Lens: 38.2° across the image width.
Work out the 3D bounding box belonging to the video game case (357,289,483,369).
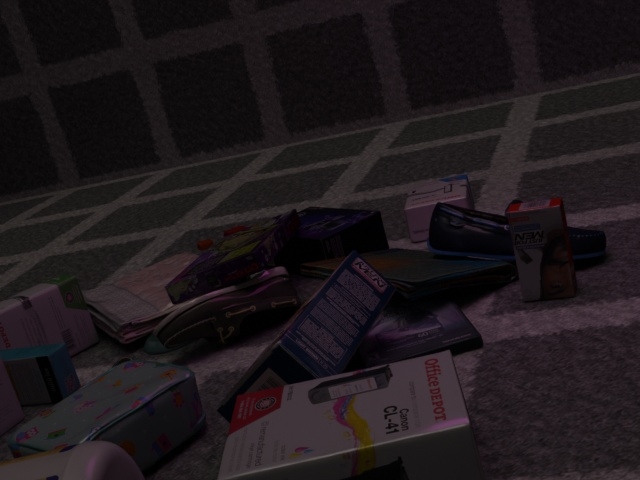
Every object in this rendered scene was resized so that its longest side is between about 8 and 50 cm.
[{"bbox_3d":[0.153,0.154,1.622,0.196,0.026,0.274,-16,17,-2],"label":"video game case"}]

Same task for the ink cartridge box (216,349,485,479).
[{"bbox_3d":[0.041,0.265,1.166,0.306,0.131,0.226,-15,16,6],"label":"ink cartridge box"}]

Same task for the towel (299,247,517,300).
[{"bbox_3d":[0.164,0.060,1.811,0.271,0.040,0.370,-8,8,-33],"label":"towel"}]

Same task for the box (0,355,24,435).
[{"bbox_3d":[-0.715,0.208,1.651,0.215,0.345,0.168,-5,19,32],"label":"box"}]

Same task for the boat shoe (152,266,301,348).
[{"bbox_3d":[-0.177,0.145,1.802,0.305,0.091,0.109,-22,-17,-29],"label":"boat shoe"}]

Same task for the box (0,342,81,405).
[{"bbox_3d":[-0.593,0.264,1.790,0.244,0.100,0.060,-8,17,22],"label":"box"}]

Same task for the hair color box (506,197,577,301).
[{"bbox_3d":[0.387,0.017,1.607,0.093,0.167,0.053,-8,17,22],"label":"hair color box"}]

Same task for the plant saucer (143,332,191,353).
[{"bbox_3d":[-0.309,0.197,1.898,0.119,0.021,0.119,-13,16,4],"label":"plant saucer"}]

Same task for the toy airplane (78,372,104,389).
[{"bbox_3d":[-0.388,0.264,1.734,0.151,0.028,0.151,-13,17,4],"label":"toy airplane"}]

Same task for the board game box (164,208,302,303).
[{"bbox_3d":[-0.174,0.028,1.946,0.208,0.056,0.347,-17,12,17],"label":"board game box"}]

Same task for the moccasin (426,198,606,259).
[{"bbox_3d":[0.368,-0.023,1.764,0.342,0.116,0.138,2,4,19],"label":"moccasin"}]

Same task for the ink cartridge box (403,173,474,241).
[{"bbox_3d":[0.281,-0.078,2.163,0.148,0.086,0.203,-11,16,12],"label":"ink cartridge box"}]

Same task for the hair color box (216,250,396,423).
[{"bbox_3d":[-0.013,0.164,1.455,0.174,0.105,0.347,-48,-1,29],"label":"hair color box"}]

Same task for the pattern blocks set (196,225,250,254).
[{"bbox_3d":[-0.179,0.000,2.376,0.285,0.026,0.325,-5,11,23],"label":"pattern blocks set"}]

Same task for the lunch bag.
[{"bbox_3d":[-0.331,0.292,1.451,0.224,0.108,0.279,-4,19,42],"label":"lunch bag"}]

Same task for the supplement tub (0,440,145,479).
[{"bbox_3d":[-0.358,0.365,0.996,0.331,0.241,0.241,-14,16,5],"label":"supplement tub"}]

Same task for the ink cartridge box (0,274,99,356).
[{"bbox_3d":[-0.601,0.187,1.947,0.219,0.160,0.093,-28,19,-38],"label":"ink cartridge box"}]

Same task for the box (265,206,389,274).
[{"bbox_3d":[0.000,0.000,2.139,0.184,0.103,0.261,-24,18,-35],"label":"box"}]

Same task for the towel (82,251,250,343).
[{"bbox_3d":[-0.363,0.115,2.079,0.317,0.053,0.332,-24,20,-27],"label":"towel"}]

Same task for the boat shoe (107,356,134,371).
[{"bbox_3d":[-0.368,0.256,1.659,0.056,0.049,0.152,4,34,7],"label":"boat shoe"}]
